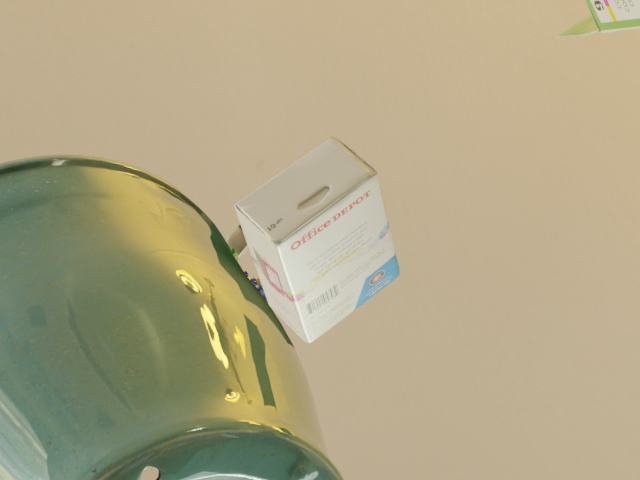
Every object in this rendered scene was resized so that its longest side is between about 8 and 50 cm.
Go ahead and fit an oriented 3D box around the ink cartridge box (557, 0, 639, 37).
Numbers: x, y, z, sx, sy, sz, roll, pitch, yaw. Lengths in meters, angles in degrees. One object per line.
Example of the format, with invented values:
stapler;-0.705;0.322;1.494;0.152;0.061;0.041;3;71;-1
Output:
ink cartridge box;0.266;-0.212;1.191;0.109;0.209;0.062;-36;-72;-22

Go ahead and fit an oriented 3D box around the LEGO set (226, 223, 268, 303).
LEGO set;-0.056;0.009;1.388;0.087;0.227;0.093;39;-68;7

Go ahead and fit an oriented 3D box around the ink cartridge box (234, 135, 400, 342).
ink cartridge box;0.000;0.000;1.096;0.088;0.052;0.122;-36;-35;-16

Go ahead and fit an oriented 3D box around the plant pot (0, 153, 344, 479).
plant pot;-0.113;0.121;0.859;0.272;0.255;0.271;-12;-63;-25
